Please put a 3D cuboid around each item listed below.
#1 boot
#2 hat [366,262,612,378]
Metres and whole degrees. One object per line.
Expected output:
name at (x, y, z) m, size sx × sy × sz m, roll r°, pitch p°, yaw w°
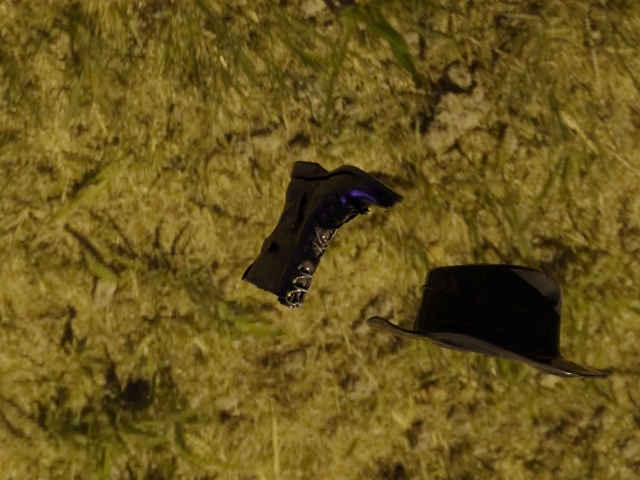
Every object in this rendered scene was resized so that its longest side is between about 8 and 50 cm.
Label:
boot at (0.000, 0.000, 1.571) m, size 0.091 × 0.263 × 0.229 m, roll 28°, pitch 80°, yaw -38°
hat at (0.234, 0.094, 1.370) m, size 0.331 × 0.331 × 0.134 m, roll 15°, pitch 83°, yaw -16°
